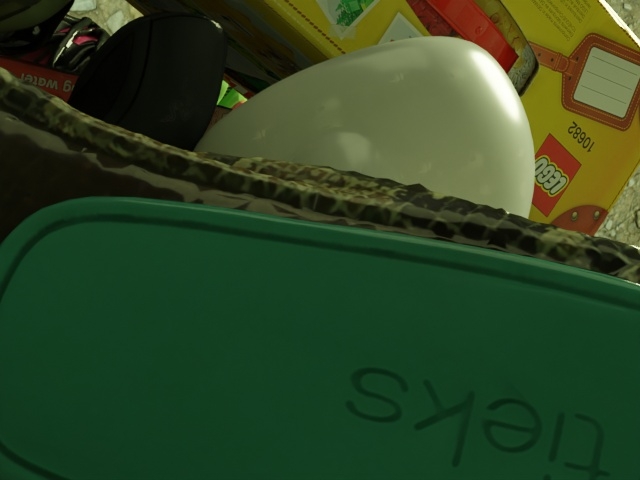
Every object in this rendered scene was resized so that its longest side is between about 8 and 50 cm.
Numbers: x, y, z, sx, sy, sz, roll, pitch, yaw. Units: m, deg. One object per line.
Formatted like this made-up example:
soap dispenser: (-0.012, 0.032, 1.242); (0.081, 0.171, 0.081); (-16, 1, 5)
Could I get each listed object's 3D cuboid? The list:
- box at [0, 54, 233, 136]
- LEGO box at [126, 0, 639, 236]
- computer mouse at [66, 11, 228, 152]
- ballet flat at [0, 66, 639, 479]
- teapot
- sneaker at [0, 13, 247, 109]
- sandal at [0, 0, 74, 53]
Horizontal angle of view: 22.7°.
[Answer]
box: (-0.224, -0.069, 1.348); (0.300, 0.154, 0.142); (13, 4, -10)
LEGO box: (0.004, -0.218, 1.314); (0.500, 0.193, 0.372); (37, -6, -40)
computer mouse: (-0.119, -0.045, 1.109); (0.184, 0.262, 0.060); (10, 46, -46)
ballet flat: (-0.105, 0.027, 0.434); (0.483, 0.164, 0.182); (18, -18, -1)
teapot: (0.043, -0.004, 1.066); (0.256, 0.187, 0.252); (-13, -16, -35)
sneaker: (-0.289, -0.172, 1.707); (0.483, 0.202, 0.185); (-1, -8, 32)
sandal: (-0.247, -0.193, 1.310); (0.086, 0.120, 0.303); (42, -7, -26)
